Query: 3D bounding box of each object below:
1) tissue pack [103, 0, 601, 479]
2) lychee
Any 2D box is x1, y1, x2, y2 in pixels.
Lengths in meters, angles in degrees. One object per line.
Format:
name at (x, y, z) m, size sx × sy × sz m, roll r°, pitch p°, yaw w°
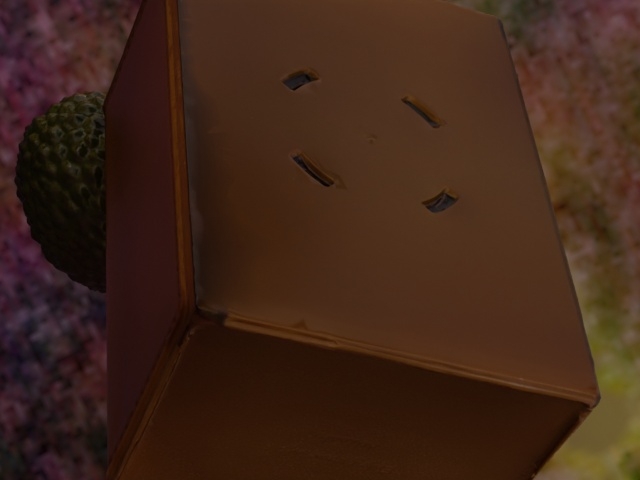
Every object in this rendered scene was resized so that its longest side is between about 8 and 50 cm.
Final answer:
tissue pack at (0.000, 0.000, 0.872) m, size 0.274 × 0.194 × 0.145 m, roll -96°, pitch -155°, yaw -45°
lychee at (-0.115, -0.026, 1.039) m, size 0.146 × 0.114 × 0.114 m, roll 50°, pitch 14°, yaw -45°
